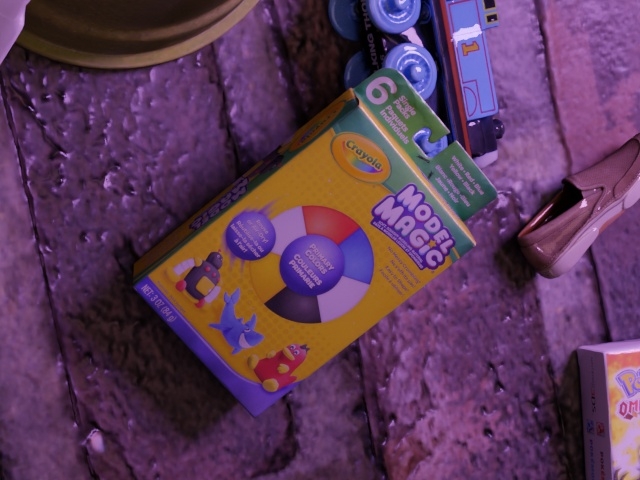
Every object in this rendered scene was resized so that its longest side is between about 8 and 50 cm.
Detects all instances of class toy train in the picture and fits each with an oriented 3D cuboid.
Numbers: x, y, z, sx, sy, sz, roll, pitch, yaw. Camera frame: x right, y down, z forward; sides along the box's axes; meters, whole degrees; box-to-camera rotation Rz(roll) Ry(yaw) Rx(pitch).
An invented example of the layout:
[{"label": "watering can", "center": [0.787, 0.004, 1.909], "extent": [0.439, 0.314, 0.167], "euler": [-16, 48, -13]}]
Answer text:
[{"label": "toy train", "center": [0.074, -0.120, 1.207], "extent": [0.105, 0.080, 0.184], "euler": [-15, 98, -26]}]

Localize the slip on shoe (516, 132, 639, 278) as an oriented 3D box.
[{"label": "slip on shoe", "center": [0.196, -0.034, 1.276], "extent": [0.135, 0.051, 0.041], "euler": [-47, 110, -5]}]

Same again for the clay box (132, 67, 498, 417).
[{"label": "clay box", "center": [0.000, 0.000, 1.153], "extent": [0.222, 0.053, 0.127], "euler": [-39, 107, 9]}]

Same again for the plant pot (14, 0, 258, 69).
[{"label": "plant pot", "center": [-0.095, -0.246, 1.037], "extent": [0.276, 0.254, 0.276], "euler": [-1, 92, -22]}]

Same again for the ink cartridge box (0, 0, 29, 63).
[{"label": "ink cartridge box", "center": [-0.293, -0.114, 0.941], "extent": [0.207, 0.119, 0.353], "euler": [28, 118, -22]}]

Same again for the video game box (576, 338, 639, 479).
[{"label": "video game box", "center": [0.298, 0.162, 1.327], "extent": [0.205, 0.048, 0.187], "euler": [-6, 92, -22]}]
